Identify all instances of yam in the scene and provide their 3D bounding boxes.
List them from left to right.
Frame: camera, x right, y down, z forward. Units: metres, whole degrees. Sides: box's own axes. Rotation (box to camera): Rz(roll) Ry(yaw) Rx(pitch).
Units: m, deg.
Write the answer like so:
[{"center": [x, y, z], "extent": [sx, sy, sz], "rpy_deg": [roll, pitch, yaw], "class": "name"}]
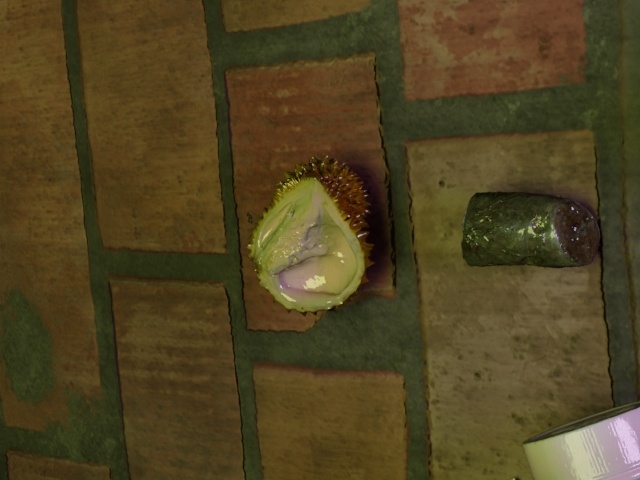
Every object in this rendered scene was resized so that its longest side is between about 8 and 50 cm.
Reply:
[{"center": [0.266, -0.014, 1.836], "extent": [0.183, 0.107, 0.107], "rpy_deg": [3, 99, 37], "class": "yam"}]

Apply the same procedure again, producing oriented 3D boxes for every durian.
[{"center": [-0.002, -0.008, 2.038], "extent": [0.183, 0.138, 0.250], "rpy_deg": [28, 123, -4], "class": "durian"}]

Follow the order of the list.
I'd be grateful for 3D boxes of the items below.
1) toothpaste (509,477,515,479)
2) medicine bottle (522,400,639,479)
[{"center": [0.314, 0.479, 1.907], "extent": [0.314, 0.058, 0.056], "rpy_deg": [61, 172, 19], "class": "toothpaste"}, {"center": [0.397, 0.400, 1.719], "extent": [0.213, 0.213, 0.379], "rpy_deg": [-24, 82, 39], "class": "medicine bottle"}]
